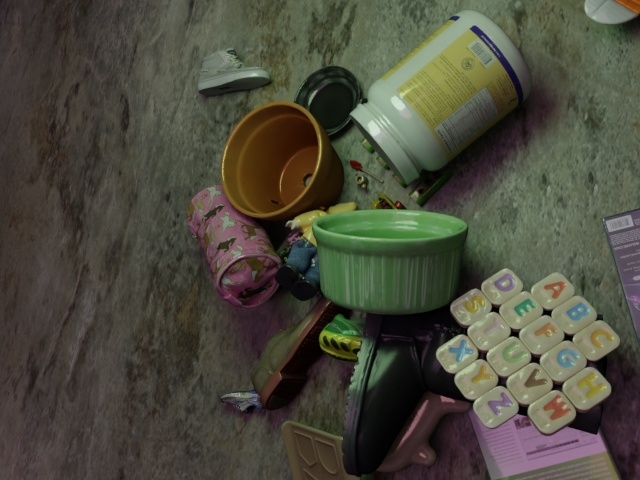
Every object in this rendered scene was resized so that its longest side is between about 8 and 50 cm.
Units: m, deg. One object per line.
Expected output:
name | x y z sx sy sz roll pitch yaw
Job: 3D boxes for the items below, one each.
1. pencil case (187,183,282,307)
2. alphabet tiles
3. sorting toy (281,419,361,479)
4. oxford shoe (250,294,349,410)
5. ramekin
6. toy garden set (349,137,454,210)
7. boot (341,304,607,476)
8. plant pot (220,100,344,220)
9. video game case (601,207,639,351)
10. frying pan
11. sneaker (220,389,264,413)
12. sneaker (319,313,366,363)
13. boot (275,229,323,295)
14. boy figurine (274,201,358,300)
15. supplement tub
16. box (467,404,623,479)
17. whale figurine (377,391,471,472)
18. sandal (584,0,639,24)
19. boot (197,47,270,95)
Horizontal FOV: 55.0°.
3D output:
pencil case | -0.221 0.005 1.539 0.386 0.160 0.167 -127 45 -52
alphabet tiles | 0.359 0.187 1.080 0.278 0.021 0.284 -32 58 -2
sorting toy | 0.023 0.557 1.362 0.229 0.041 0.306 -7 98 51
oxford shoe | -0.061 0.238 1.487 0.348 0.123 0.130 -53 51 6
ramekin | 0.135 0.036 1.217 0.304 0.303 0.148 8 105 32
toy garden set | 0.165 -0.172 1.488 0.204 0.049 0.244 -46 60 14
boot | 0.285 0.292 1.146 0.446 0.146 0.366 7 73 17
plant pot | -0.075 -0.176 1.540 0.291 0.203 0.290 -7 76 29
video game case | 0.666 0.061 1.153 0.196 0.026 0.274 -17 71 26
frying pan | 0.075 -0.376 1.588 0.326 0.053 0.197 -13 72 26
sneaker | -0.199 0.413 1.566 0.135 0.052 0.057 -11 77 29
sneaker | 0.146 0.220 1.364 0.296 0.109 0.123 11 48 16
boot | -0.054 0.095 1.535 0.179 0.085 0.236 43 101 28
boy figurine | 0.000 0.000 1.441 0.092 0.177 0.285 -45 10 51
supplement tub | 0.253 -0.301 1.327 0.331 0.241 0.241 -39 62 6
box | 0.418 0.353 1.214 0.232 0.058 0.321 -25 66 24
whale figurine | 0.187 0.370 1.300 0.272 0.141 0.216 -36 66 12
sandal | 0.658 -0.519 1.272 0.265 0.076 0.102 -38 76 -5
boot | -0.256 -0.503 1.785 0.259 0.095 0.123 -1 85 31
